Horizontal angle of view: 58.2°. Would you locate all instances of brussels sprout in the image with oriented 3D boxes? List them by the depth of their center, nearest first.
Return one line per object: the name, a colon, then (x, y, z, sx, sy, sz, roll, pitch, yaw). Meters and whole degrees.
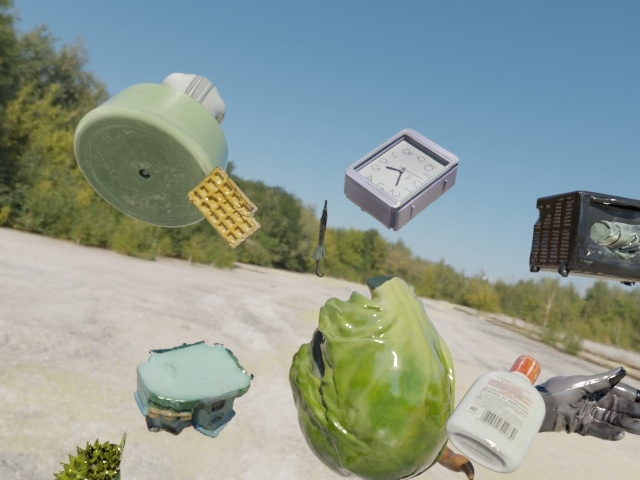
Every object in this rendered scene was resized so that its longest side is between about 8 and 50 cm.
brussels sprout: (0.126, 0.330, 1.246, 0.342, 0.425, 0.361, -11, 47, -29)

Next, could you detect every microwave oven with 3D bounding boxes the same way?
microwave oven: (0.600, 0.001, 1.220, 0.247, 0.178, 0.188, 8, 0, -10)

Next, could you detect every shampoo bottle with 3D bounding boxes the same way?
shampoo bottle: (0.268, 0.238, 0.834, 0.108, 0.051, 0.221, 25, 34, 26)

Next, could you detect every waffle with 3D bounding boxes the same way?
waffle: (-0.170, -0.058, 1.045, 0.135, 0.092, 0.021, 48, 20, -7)

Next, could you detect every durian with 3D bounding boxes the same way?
durian: (-0.429, 0.575, 1.135, 0.158, 0.351, 0.169, -20, -6, 14)

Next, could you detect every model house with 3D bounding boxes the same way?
model house: (-0.192, 0.242, 0.843, 0.148, 0.148, 0.119, -10, 36, -36)

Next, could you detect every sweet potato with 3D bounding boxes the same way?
sweet potato: (0.347, 0.586, 1.541, 0.058, 0.055, 0.202, 18, -7, -23)

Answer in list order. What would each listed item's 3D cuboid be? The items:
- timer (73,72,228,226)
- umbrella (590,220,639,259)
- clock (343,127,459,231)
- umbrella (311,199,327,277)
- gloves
timer: (-0.303, -0.231, 1.199, 0.291, 0.315, 0.290, 9, -44, 9)
umbrella: (0.446, 0.000, 0.809, 0.188, 0.050, 0.046, 7, -41, -37)
clock: (0.158, -0.122, 1.125, 0.145, 0.193, 0.073, 39, -29, 28)
umbrella: (-0.005, -0.001, 1.600, 0.044, 0.269, 0.044, 18, 39, 19)
gloves: (0.466, 0.300, 1.056, 0.286, 0.142, 0.119, 0, 17, 10)
